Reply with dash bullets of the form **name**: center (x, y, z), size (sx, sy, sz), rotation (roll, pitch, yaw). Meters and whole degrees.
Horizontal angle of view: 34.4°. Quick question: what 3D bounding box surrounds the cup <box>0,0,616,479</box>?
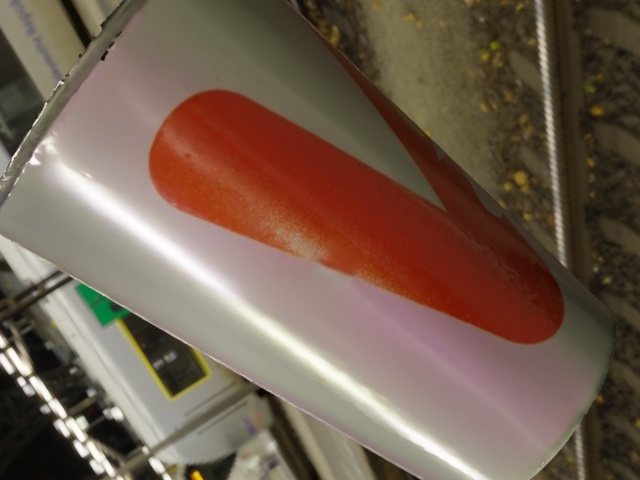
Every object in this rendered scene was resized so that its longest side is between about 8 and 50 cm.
- **cup**: center (0.000, 0.000, 0.537), size (0.288, 0.203, 0.203), rotation (38, 172, -9)
